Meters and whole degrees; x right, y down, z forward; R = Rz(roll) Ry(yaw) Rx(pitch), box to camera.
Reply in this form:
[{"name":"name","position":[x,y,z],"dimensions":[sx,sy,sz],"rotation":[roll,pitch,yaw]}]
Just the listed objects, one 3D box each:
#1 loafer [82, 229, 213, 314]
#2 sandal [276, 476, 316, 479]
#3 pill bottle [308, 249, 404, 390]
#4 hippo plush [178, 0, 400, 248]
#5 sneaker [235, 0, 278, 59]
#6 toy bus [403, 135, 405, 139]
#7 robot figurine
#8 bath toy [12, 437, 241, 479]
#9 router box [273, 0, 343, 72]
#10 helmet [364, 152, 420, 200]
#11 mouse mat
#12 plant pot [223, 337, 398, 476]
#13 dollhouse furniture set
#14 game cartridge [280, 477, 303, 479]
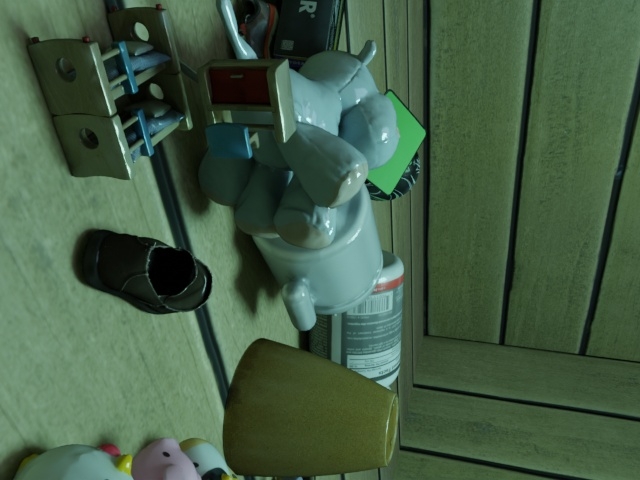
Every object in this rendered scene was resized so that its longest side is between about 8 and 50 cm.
[{"name":"loafer","position":[-0.172,0.045,0.654],"dimensions":[0.220,0.078,0.080],"rotation":[34,62,-71]},{"name":"sandal","position":[-0.066,0.512,1.168],"dimensions":[0.060,0.090,0.219],"rotation":[8,94,-51]},{"name":"pill bottle","position":[0.076,0.211,1.296],"dimensions":[0.210,0.210,0.363],"rotation":[-42,135,-66]},{"name":"hippo plush","position":[-0.028,-0.151,0.781],"dimensions":[0.294,0.234,0.236],"rotation":[54,44,-3]},{"name":"sneaker","position":[-0.109,-0.282,0.844],"dimensions":[0.065,0.061,0.158],"rotation":[19,74,-45]},{"name":"toy bus","position":[0.056,-0.196,1.119],"dimensions":[0.149,0.211,0.220],"rotation":[55,44,-67]},{"name":"robot figurine","position":[0.000,0.000,0.998],"dimensions":[0.353,0.199,0.300],"rotation":[70,36,-56]},{"name":"bath toy","position":[-0.176,0.284,0.625],"dimensions":[0.348,0.129,0.151],"rotation":[61,38,-61]},{"name":"router box","position":[-0.009,-0.372,0.977],"dimensions":[0.243,0.081,0.309],"rotation":[88,10,-74]},{"name":"helmet","position":[0.134,-0.163,1.264],"dimensions":[0.161,0.169,0.169],"rotation":[12,83,-54]},{"name":"mouse mat","position":[0.126,-0.174,1.067],"dimensions":[0.153,0.007,0.189],"rotation":[-59,146,2]},{"name":"plant pot","position":[-0.001,0.301,0.993],"dimensions":[0.237,0.254,0.237],"rotation":[4,90,-72]},{"name":"dollhouse furniture set","position":[-0.136,-0.141,0.540],"dimensions":[0.129,0.183,0.129],"rotation":[-62,152,-52]},{"name":"game cartridge","position":[-0.087,0.579,0.944],"dimensions":[0.355,0.068,0.230],"rotation":[-22,90,-65]}]
